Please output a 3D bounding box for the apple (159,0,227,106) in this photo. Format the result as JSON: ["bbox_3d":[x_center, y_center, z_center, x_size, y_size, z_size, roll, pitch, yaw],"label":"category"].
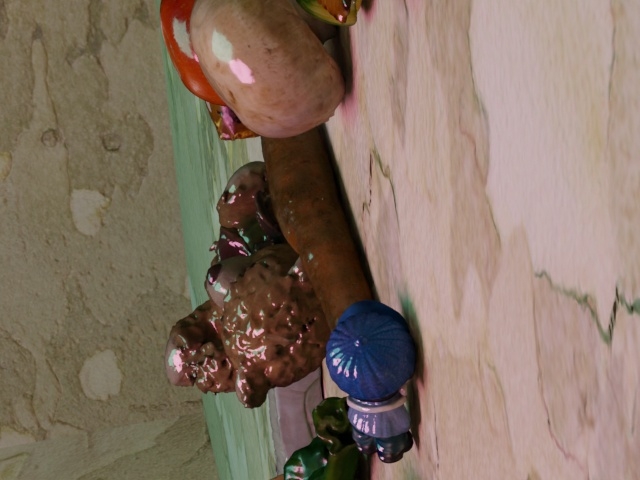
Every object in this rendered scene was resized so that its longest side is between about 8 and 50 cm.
[{"bbox_3d":[-0.096,-0.215,1.653,0.163,0.139,0.163,172,90,-79],"label":"apple"}]

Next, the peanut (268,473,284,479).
[{"bbox_3d":[-0.013,0.394,1.829,0.137,0.122,0.253,167,92,-73],"label":"peanut"}]

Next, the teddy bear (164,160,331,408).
[{"bbox_3d":[-0.059,0.066,1.677,0.256,0.156,0.267,-122,53,-79],"label":"teddy bear"}]

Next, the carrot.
[{"bbox_3d":[0.001,0.000,1.507,0.070,0.070,0.342,91,165,-50],"label":"carrot"}]

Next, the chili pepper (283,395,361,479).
[{"bbox_3d":[0.008,0.244,1.679,0.253,0.083,0.099,106,163,-63],"label":"chili pepper"}]

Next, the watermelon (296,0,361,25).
[{"bbox_3d":[0.002,-0.221,1.263,0.105,0.062,0.105,174,90,-85],"label":"watermelon"}]

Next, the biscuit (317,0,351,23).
[{"bbox_3d":[-0.015,-0.293,1.137,0.232,0.013,0.237,-127,33,-62],"label":"biscuit"}]

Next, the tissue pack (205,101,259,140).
[{"bbox_3d":[-0.105,-0.248,1.842,0.183,0.092,0.226,-118,22,-65],"label":"tissue pack"}]

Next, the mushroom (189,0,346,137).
[{"bbox_3d":[-0.042,-0.169,1.420,0.166,0.127,0.166,58,178,3],"label":"mushroom"}]

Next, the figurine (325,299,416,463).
[{"bbox_3d":[0.043,0.120,1.329,0.086,0.087,0.149,25,136,32],"label":"figurine"}]

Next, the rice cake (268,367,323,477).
[{"bbox_3d":[-0.030,0.189,1.899,0.063,0.066,0.336,-116,18,-61],"label":"rice cake"}]
